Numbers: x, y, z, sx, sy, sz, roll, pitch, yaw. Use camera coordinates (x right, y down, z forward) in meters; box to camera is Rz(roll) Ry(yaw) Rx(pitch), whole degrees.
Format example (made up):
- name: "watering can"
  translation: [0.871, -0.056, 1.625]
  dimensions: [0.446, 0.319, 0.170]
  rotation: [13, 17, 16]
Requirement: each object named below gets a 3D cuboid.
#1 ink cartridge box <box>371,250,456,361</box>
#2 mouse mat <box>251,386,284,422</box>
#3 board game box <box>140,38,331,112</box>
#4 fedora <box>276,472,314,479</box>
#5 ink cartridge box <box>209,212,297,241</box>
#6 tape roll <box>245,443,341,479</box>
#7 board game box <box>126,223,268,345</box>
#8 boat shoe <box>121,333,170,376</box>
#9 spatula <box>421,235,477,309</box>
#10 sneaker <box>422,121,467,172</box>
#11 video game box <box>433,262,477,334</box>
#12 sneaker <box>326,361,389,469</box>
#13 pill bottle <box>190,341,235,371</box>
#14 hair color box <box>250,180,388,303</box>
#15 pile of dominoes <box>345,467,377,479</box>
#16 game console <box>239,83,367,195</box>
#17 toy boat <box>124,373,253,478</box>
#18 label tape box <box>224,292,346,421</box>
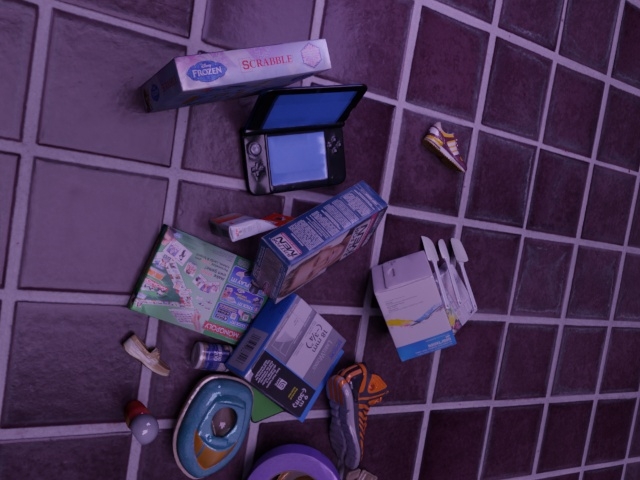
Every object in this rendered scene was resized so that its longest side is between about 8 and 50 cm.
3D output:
- name: "ink cartridge box"
  translation: [0.261, 0.182, 1.567]
  dimensions: [0.168, 0.171, 0.233]
  rotation: [-20, 111, 9]
- name: "mouse mat"
  translation: [-0.134, 0.390, 1.503]
  dimensions: [0.152, 0.007, 0.190]
  rotation: [-15, 103, -27]
- name: "board game box"
  translation: [-0.192, -0.347, 1.176]
  dimensions: [0.317, 0.318, 0.066]
  rotation: [-18, 103, -27]
- name: "fedora"
  translation: [-0.043, 0.726, 1.563]
  dimensions: [0.194, 0.079, 0.195]
  rotation: [-4, 99, -29]
- name: "ink cartridge box"
  translation: [-0.163, -0.050, 1.337]
  dimensions: [0.179, 0.145, 0.045]
  rotation: [-23, 109, -25]
- name: "tape roll"
  translation: [-0.073, 0.693, 1.463]
  dimensions: [0.274, 0.090, 0.275]
  rotation: [0, 85, -2]
- name: "board game box"
  translation: [-0.280, 0.118, 1.355]
  dimensions: [0.317, 0.046, 0.214]
  rotation: [27, 85, -30]
- name: "boat shoe"
  translation: [-0.404, 0.273, 1.305]
  dimensions: [0.045, 0.050, 0.135]
  rotation: [-50, 117, -8]
- name: "spatula"
  translation: [0.403, 0.097, 1.684]
  dimensions: [0.168, 0.019, 0.242]
  rotation: [7, 58, -34]
- name: "sneaker"
  translation: [0.394, -0.280, 1.664]
  dimensions: [0.185, 0.069, 0.084]
  rotation: [35, 85, -30]
- name: "video game box"
  translation: [0.389, 0.206, 1.749]
  dimensions: [0.187, 0.048, 0.205]
  rotation: [-42, 115, -20]
- name: "sneaker"
  translation: [0.122, 0.501, 1.600]
  dimensions: [0.180, 0.124, 0.321]
  rotation: [-21, 118, -37]
- name: "pill bottle"
  translation: [-0.258, 0.294, 1.381]
  dimensions: [0.120, 0.067, 0.067]
  rotation: [14, 91, -31]
- name: "hair color box"
  translation: [0.000, 0.000, 1.378]
  dimensions: [0.347, 0.174, 0.105]
  rotation: [-31, 68, -33]
- name: "pile of dominoes"
  translation: [0.057, 0.787, 1.642]
  dimensions: [0.251, 0.040, 0.196]
  rotation: [-54, 139, -15]
- name: "game console"
  translation: [-0.033, -0.247, 1.366]
  dimensions: [0.293, 0.173, 0.250]
  rotation: [-11, 103, -27]
- name: "toy boat"
  translation: [-0.313, 0.451, 1.328]
  dimensions: [0.318, 0.148, 0.268]
  rotation: [18, 89, -31]
- name: "label tape box"
  translation: [-0.053, 0.319, 1.441]
  dimensions: [0.334, 0.105, 0.241]
  rotation: [47, 67, -34]
